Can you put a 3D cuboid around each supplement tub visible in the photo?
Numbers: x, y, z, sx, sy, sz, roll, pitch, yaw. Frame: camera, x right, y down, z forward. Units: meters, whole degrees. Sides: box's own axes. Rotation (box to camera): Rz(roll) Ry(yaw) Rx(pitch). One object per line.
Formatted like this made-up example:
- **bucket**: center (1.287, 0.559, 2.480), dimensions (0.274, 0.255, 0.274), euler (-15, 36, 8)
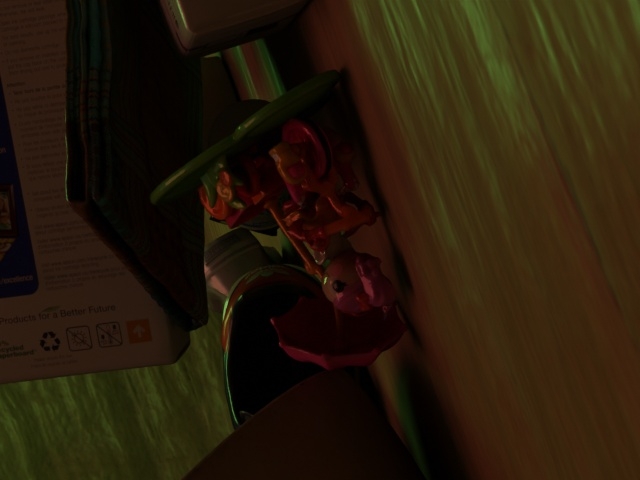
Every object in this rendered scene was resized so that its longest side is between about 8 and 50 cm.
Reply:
- **supplement tub**: center (-0.050, -0.057, 1.334), dimensions (0.107, 0.071, 0.071), euler (88, 163, -71)

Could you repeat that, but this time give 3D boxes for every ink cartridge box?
- **ink cartridge box**: center (-0.217, -0.079, 1.297), dimensions (0.069, 0.176, 0.371), euler (-59, -39, -74)
- **ink cartridge box**: center (-0.070, -0.192, 1.062), dimensions (0.191, 0.082, 0.139), euler (-164, 55, -85)

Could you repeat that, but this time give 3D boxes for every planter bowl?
- **planter bowl**: center (-0.135, -0.121, 1.715), dimensions (0.162, 0.109, 0.162), euler (162, 90, -84)

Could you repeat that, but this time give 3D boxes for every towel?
- **towel**: center (-0.125, -0.148, 1.240), dimensions (0.271, 0.040, 0.370), euler (58, -154, -66)

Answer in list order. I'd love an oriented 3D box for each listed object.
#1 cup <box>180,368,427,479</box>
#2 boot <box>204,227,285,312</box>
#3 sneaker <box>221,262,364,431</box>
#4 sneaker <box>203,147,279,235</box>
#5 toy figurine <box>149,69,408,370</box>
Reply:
- **cup**: center (-0.013, 0.282, 1.126), dimensions (0.237, 0.331, 0.331), euler (42, 166, 14)
- **boot**: center (-0.057, 0.072, 1.689), dimensions (0.123, 0.095, 0.258), euler (57, -178, 10)
- **sneaker**: center (-0.007, 0.186, 1.378), dimensions (0.148, 0.131, 0.350), euler (88, 163, -83)
- **sneaker**: center (-0.070, -0.055, 1.614), dimensions (0.209, 0.069, 0.082), euler (62, -140, -78)
- **toy figurine**: center (0.000, 0.000, 1.046), dimensions (0.159, 0.130, 0.173), euler (58, 148, 2)
